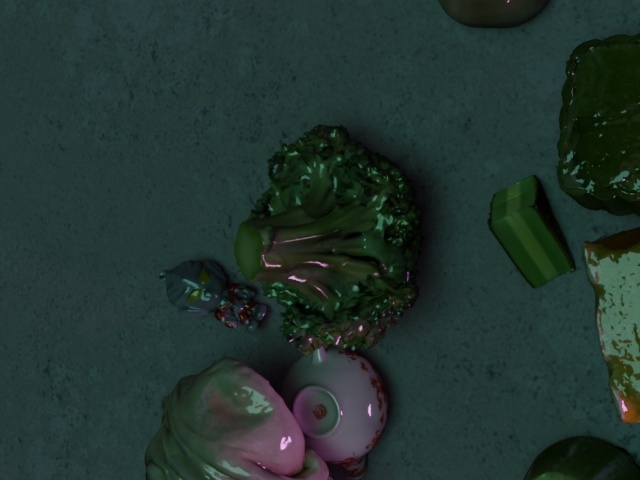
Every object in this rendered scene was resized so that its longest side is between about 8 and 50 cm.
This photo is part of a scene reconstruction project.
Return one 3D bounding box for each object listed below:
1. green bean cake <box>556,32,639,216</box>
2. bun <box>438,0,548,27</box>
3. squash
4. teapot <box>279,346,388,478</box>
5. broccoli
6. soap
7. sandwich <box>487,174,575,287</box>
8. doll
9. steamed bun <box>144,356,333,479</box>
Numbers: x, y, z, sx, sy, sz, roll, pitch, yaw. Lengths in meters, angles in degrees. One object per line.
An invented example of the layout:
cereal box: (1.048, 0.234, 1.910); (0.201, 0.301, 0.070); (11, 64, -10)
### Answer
green bean cake: (0.386, -0.138, 1.369); (0.200, 0.113, 0.214); (-1, 79, 25)
bun: (0.213, -0.352, 1.455); (0.167, 0.113, 0.173); (-5, 95, 27)
squash: (0.323, 0.337, 1.470); (0.170, 0.123, 0.170); (0, 90, 31)
teapot: (0.016, 0.217, 1.628); (0.159, 0.116, 0.245); (0, 89, 38)
broccoli: (0.007, 0.007, 1.540); (0.288, 0.260, 0.235); (58, 160, 29)
soap: (0.387, 0.076, 1.297); (0.091, 0.315, 0.199); (-13, 88, 27)
sandwich: (0.278, -0.011, 1.517); (0.074, 0.074, 0.116); (-25, 116, 26)
doll: (-0.162, 0.080, 1.719); (0.180, 0.079, 0.094); (24, 77, 17)
steamed bun: (-0.132, 0.315, 1.594); (0.268, 0.207, 0.280); (53, 158, -2)
